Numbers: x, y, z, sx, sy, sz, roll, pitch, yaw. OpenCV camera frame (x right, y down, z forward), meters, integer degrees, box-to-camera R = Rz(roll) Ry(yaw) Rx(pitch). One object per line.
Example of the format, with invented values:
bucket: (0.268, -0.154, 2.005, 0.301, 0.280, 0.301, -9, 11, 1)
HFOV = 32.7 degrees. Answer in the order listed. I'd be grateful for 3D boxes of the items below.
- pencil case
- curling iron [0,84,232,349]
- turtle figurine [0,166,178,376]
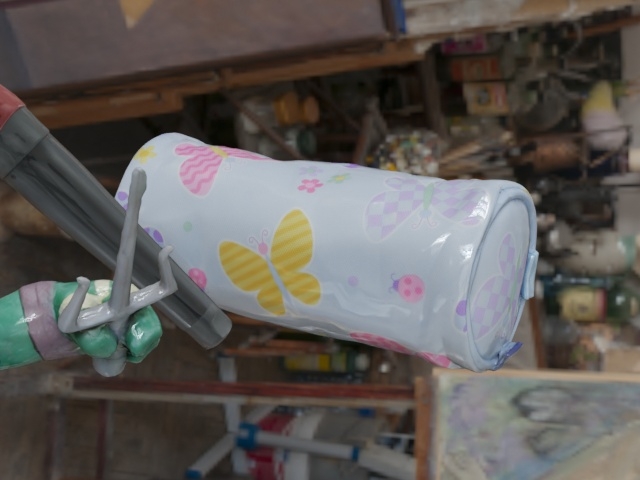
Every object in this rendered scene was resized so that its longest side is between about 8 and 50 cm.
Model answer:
pencil case: (0.000, 0.000, 0.697, 0.124, 0.273, 0.114, -32, 127, -57)
curling iron: (-0.148, -0.038, 0.471, 0.274, 0.035, 0.068, 39, 74, -19)
turtle figurine: (-0.121, 0.050, 0.291, 0.175, 0.118, 0.234, -30, 130, -53)
